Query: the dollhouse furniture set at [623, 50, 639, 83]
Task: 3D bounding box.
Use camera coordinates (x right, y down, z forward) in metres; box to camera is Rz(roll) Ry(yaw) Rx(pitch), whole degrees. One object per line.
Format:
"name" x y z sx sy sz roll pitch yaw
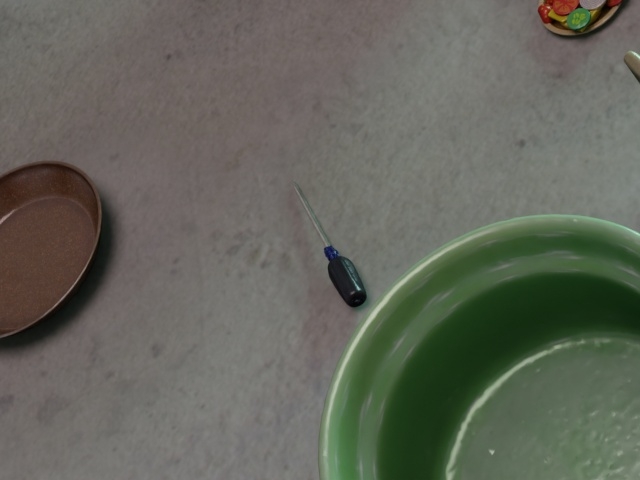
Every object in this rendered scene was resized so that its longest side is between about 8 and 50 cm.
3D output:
"dollhouse furniture set" 0.356 -0.072 1.298 0.262 0.135 0.259 -48 53 12

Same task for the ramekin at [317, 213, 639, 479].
"ramekin" 0.164 0.147 1.244 0.303 0.148 0.303 -16 55 25

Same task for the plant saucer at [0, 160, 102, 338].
"plant saucer" -0.287 0.015 1.694 0.198 0.036 0.198 -17 53 23

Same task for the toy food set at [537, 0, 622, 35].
"toy food set" 0.230 -0.216 1.538 0.082 0.020 0.083 32 79 41

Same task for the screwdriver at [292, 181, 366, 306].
"screwdriver" 0.000 0.000 1.537 0.025 0.024 0.170 -18 44 -16
